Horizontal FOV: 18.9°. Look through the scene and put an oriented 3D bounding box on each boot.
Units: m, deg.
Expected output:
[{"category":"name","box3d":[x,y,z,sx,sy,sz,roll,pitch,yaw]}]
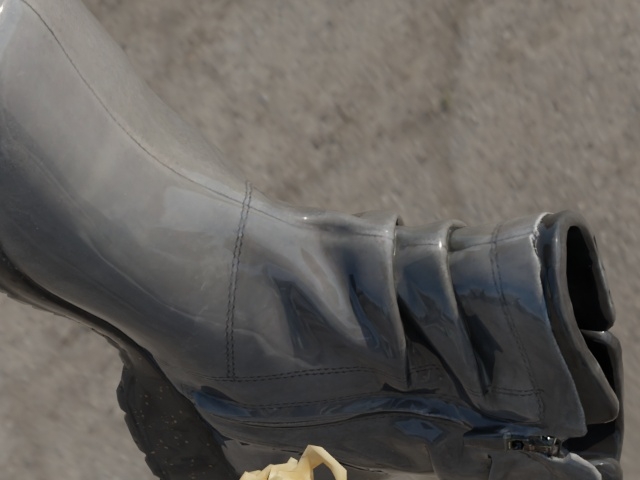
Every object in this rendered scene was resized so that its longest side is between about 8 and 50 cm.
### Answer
[{"category":"boot","box3d":[0.000,0.000,0.771,0.222,0.338,0.118,-1,56,25]}]

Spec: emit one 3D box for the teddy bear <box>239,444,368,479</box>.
[{"category":"teddy bear","box3d":[0.028,0.168,0.340,0.338,0.113,0.245,8,98,15]}]
